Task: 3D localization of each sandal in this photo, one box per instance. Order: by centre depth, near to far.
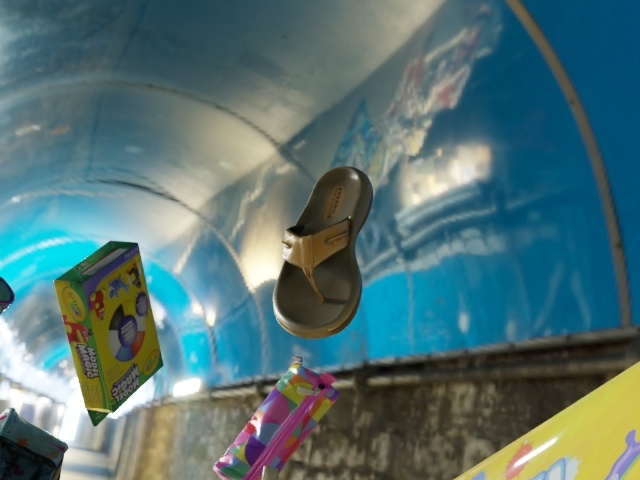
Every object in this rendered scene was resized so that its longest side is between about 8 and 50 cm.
[{"bbox_3d":[0.000,0.000,0.770,0.072,0.180,0.049,-4,-42,22],"label":"sandal"}]

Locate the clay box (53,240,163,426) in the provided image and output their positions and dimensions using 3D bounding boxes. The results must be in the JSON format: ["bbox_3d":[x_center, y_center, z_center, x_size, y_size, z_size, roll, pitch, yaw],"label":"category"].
[{"bbox_3d":[-0.274,0.126,1.287,0.053,0.222,0.127,3,26,25],"label":"clay box"}]

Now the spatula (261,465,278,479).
[{"bbox_3d":[-0.050,0.290,0.868,0.019,0.168,0.242,5,-15,5],"label":"spatula"}]

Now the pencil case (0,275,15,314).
[{"bbox_3d":[-0.543,0.112,1.502,0.152,0.064,0.070,-37,-37,24],"label":"pencil case"}]

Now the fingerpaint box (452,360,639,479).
[{"bbox_3d":[0.262,0.254,0.558,0.371,0.163,0.445,32,-40,-4],"label":"fingerpaint box"}]

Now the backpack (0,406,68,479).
[{"bbox_3d":[-0.414,0.317,1.147,0.191,0.225,0.253,37,14,-7],"label":"backpack"}]

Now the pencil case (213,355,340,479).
[{"bbox_3d":[-0.068,0.303,1.555,0.104,0.236,0.104,35,-12,9],"label":"pencil case"}]
